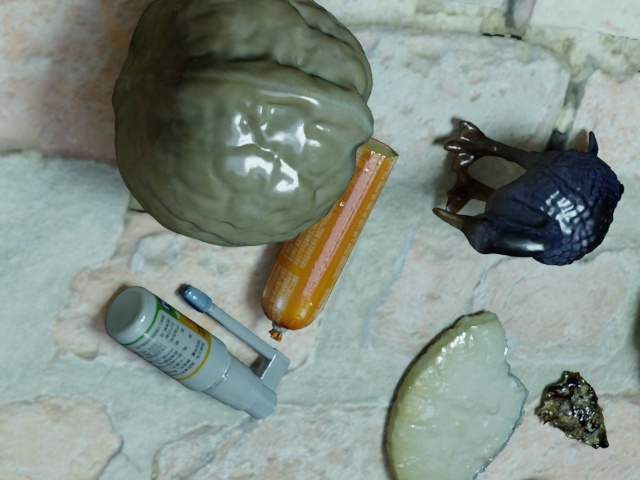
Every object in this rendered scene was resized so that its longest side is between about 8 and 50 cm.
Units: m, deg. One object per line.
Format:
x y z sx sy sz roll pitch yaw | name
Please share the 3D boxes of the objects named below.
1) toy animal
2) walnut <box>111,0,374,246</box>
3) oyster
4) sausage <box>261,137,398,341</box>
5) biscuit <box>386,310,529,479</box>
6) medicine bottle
0.229 -0.046 1.690 0.298 0.185 0.122 -8 116 -47 | toy animal
-0.076 -0.117 1.452 0.248 0.248 0.248 -13 121 -23 | walnut
0.323 0.210 1.972 0.132 0.029 0.086 19 104 -33 | oyster
0.000 0.000 1.655 0.071 0.071 0.234 17 106 -35 | sausage
0.166 0.204 1.876 0.188 0.040 0.265 0 115 -27 | biscuit
-0.120 0.109 1.656 0.221 0.061 0.092 39 73 -38 | medicine bottle
